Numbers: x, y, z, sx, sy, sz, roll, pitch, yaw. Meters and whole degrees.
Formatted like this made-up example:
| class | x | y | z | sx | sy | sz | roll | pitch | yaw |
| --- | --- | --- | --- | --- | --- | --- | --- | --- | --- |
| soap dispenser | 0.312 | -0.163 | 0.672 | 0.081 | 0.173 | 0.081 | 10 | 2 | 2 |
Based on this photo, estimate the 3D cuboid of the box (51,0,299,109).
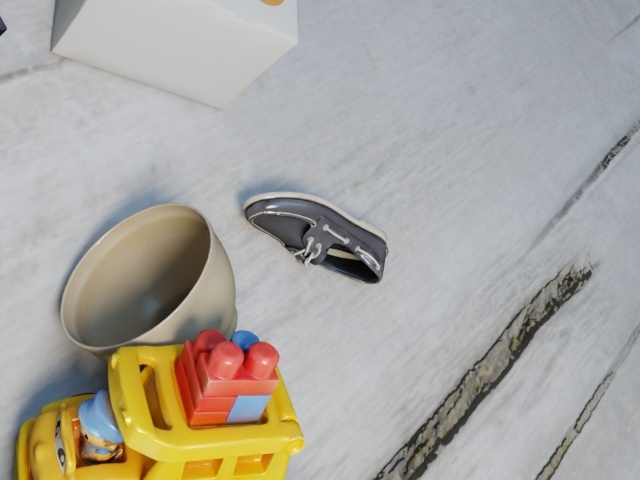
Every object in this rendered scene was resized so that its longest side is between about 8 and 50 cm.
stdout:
| class | x | y | z | sx | sy | sz | roll | pitch | yaw |
| --- | --- | --- | --- | --- | --- | --- | --- | --- | --- |
| box | -0.158 | -0.359 | 0.901 | 0.215 | 0.168 | 0.345 | 14 | 62 | -33 |

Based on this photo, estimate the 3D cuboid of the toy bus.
| class | x | y | z | sx | sy | sz | roll | pitch | yaw |
| --- | --- | --- | --- | --- | --- | --- | --- | --- | --- |
| toy bus | -0.123 | 0.151 | 0.650 | 0.220 | 0.211 | 0.149 | 2 | 41 | -27 |

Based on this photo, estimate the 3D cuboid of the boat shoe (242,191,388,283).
| class | x | y | z | sx | sy | sz | roll | pitch | yaw |
| --- | --- | --- | --- | --- | --- | --- | --- | --- | --- |
| boat shoe | 0.000 | 0.000 | 0.934 | 0.206 | 0.075 | 0.065 | 20 | 57 | -36 |

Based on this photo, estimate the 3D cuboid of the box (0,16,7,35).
| class | x | y | z | sx | sy | sz | roll | pitch | yaw |
| --- | --- | --- | --- | --- | --- | --- | --- | --- | --- |
| box | -0.418 | -0.260 | 0.665 | 0.261 | 0.103 | 0.184 | 59 | 30 | -2 |

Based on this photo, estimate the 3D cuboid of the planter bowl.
| class | x | y | z | sx | sy | sz | roll | pitch | yaw |
| --- | --- | --- | --- | --- | --- | --- | --- | --- | --- |
| planter bowl | -0.145 | 0.061 | 0.755 | 0.109 | 0.162 | 0.162 | 55 | 43 | -41 |
